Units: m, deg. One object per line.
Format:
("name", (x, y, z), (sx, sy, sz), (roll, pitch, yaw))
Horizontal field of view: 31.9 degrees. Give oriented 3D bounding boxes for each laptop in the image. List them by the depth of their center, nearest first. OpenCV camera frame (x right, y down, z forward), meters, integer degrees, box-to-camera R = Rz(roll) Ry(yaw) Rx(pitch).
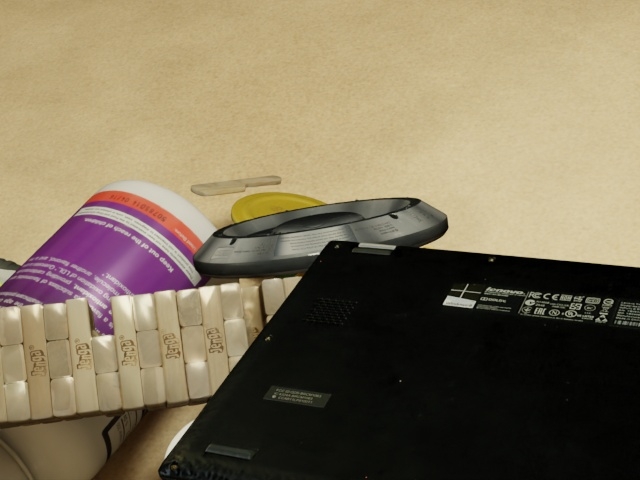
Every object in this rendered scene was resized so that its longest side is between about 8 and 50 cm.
("laptop", (0.172, 0.140, 0.779), (0.382, 0.236, 0.408), (5, 33, 25))

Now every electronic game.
("electronic game", (0.000, 0.000, 0.999), (0.229, 0.048, 0.229), (-9, 7, 1))

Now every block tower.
("block tower", (-0.161, 0.092, 0.891), (0.335, 0.097, 0.091), (-6, 79, -9))

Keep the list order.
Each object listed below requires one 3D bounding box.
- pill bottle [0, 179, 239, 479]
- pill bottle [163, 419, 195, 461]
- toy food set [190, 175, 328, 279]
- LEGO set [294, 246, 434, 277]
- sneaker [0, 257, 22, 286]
("pill bottle", (-0.229, 0.101, 1.047), (0.181, 0.181, 0.323), (15, 47, 29))
("pill bottle", (-0.055, 0.220, 0.856), (0.112, 0.186, 0.112), (-8, 41, 7))
("toy food set", (-0.032, 0.006, 1.198), (0.128, 0.071, 0.218), (-15, 35, -42))
("LEGO set", (0.031, 0.082, 1.077), (0.287, 0.107, 0.132), (-22, 51, -29))
("sneaker", (-0.430, 0.159, 1.104), (0.385, 0.145, 0.147), (-38, 76, -29))
